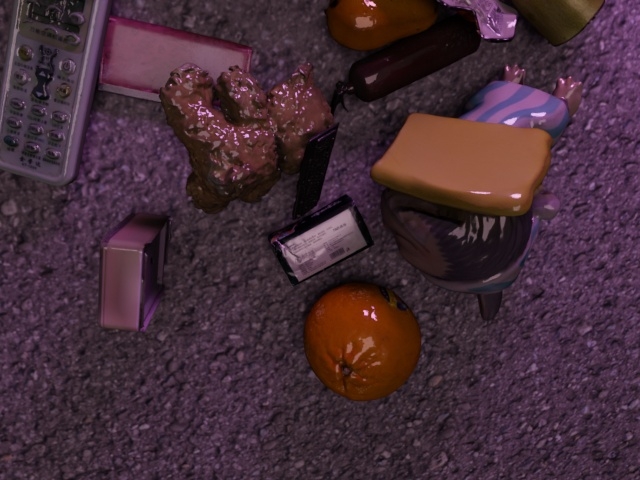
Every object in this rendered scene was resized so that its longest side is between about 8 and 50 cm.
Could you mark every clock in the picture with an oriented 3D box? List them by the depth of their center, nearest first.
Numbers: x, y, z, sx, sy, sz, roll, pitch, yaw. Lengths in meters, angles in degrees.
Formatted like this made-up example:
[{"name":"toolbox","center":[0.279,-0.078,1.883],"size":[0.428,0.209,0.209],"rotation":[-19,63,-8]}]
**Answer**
[{"name":"clock","center":[-0.298,0.045,0.768],"size":[0.071,0.192,0.146],"rotation":[7,106,-9]}]

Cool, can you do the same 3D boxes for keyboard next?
[{"name":"keyboard","center":[-0.009,-0.107,0.778],"size":[0.074,0.196,0.015],"rotation":[-34,69,-29]}]

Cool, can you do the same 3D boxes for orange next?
[{"name":"orange","center":[0.076,0.186,0.872],"size":[0.220,0.193,0.219],"rotation":[-1,123,-2]}]

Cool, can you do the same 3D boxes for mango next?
[{"name":"mango","center":[0.095,-0.368,0.751],"size":[0.178,0.090,0.115],"rotation":[-21,77,-3]}]

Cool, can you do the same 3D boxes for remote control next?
[{"name":"remote control","center":[-0.410,-0.256,0.726],"size":[0.128,0.065,0.334],"rotation":[18,103,-3]}]

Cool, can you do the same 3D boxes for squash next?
[{"name":"squash","center":[0.366,-0.423,0.763],"size":[0.187,0.123,0.123],"rotation":[36,98,-17]}]

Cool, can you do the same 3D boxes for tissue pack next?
[{"name":"tissue pack","center":[-0.001,0.000,0.851],"size":[0.170,0.090,0.103],"rotation":[-28,109,-1]}]

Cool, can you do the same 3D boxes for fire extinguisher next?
[{"name":"fire extinguisher","center":[0.133,-0.290,0.797],"size":[0.268,0.089,0.072],"rotation":[-26,70,-2]}]

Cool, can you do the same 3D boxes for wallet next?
[{"name":"wallet","center":[-0.233,-0.280,0.769],"size":[0.233,0.025,0.119],"rotation":[8,104,-11]}]

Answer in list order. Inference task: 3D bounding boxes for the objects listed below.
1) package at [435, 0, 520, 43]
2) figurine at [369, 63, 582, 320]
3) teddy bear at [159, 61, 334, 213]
[{"name":"package","center":[0.209,-0.385,0.732],"size":[0.232,0.166,0.040],"rotation":[28,138,-5]},{"name":"figurine","center":[0.276,-0.055,0.854],"size":[0.361,0.266,0.377],"rotation":[-40,144,-21]},{"name":"teddy bear","center":[-0.093,-0.164,0.745],"size":[0.256,0.156,0.267],"rotation":[-35,146,-24]}]
